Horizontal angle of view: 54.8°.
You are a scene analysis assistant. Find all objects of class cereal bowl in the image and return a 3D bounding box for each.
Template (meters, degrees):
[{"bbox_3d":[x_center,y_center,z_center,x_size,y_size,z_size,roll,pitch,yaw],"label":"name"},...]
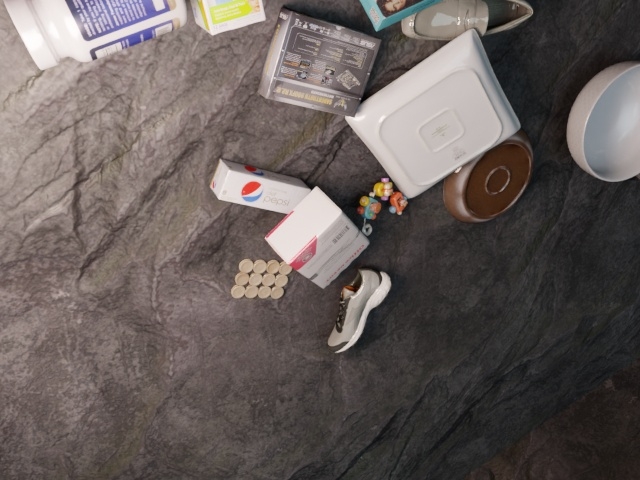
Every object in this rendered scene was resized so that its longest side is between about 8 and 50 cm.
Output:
[{"bbox_3d":[0.835,-0.346,1.751,0.339,0.141,0.339,-9,117,-18],"label":"cereal bowl"}]

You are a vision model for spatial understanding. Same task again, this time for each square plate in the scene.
[{"bbox_3d":[0.288,-0.278,1.496,0.347,0.049,0.344,-32,132,14],"label":"square plate"}]

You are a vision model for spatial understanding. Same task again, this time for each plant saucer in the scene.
[{"bbox_3d":[0.486,-0.176,1.734,0.310,0.050,0.311,-15,126,-21],"label":"plant saucer"}]

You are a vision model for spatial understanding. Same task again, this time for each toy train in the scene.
[{"bbox_3d":[0.167,-0.088,1.580,0.166,0.046,0.125,-40,123,-29],"label":"toy train"}]

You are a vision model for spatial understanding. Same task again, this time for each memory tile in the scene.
[{"bbox_3d":[-0.149,0.098,1.568,0.148,0.012,0.113,5,116,-31],"label":"memory tile"}]

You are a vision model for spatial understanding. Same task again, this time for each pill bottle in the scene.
[{"bbox_3d":[-0.373,-0.393,1.038,0.264,0.153,0.153,-26,129,-14],"label":"pill bottle"}]

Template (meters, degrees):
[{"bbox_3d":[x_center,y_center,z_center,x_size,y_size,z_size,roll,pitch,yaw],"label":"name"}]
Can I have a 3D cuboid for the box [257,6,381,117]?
[{"bbox_3d":[-0.001,-0.376,1.324,0.231,0.056,0.183,5,117,-31],"label":"box"}]

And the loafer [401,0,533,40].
[{"bbox_3d":[0.334,-0.511,1.392,0.319,0.111,0.112,-19,127,-19],"label":"loafer"}]

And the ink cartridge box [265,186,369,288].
[{"bbox_3d":[0.000,0.000,1.484,0.172,0.100,0.237,-44,153,2],"label":"ink cartridge box"}]

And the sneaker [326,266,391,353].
[{"bbox_3d":[0.084,0.189,1.715,0.108,0.100,0.271,25,102,-24],"label":"sneaker"}]

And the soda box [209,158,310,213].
[{"bbox_3d":[-0.135,-0.119,1.402,0.216,0.069,0.074,10,114,-35],"label":"soda box"}]

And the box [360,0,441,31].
[{"bbox_3d":[0.204,-0.543,1.301,0.244,0.060,0.100,-29,89,-12],"label":"box"}]

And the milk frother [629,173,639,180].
[{"bbox_3d":[0.983,-0.270,1.898,0.143,0.135,0.129,-40,161,2],"label":"milk frother"}]

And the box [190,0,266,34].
[{"bbox_3d":[-0.186,-0.495,1.112,0.114,0.103,0.203,-22,128,-17],"label":"box"}]
